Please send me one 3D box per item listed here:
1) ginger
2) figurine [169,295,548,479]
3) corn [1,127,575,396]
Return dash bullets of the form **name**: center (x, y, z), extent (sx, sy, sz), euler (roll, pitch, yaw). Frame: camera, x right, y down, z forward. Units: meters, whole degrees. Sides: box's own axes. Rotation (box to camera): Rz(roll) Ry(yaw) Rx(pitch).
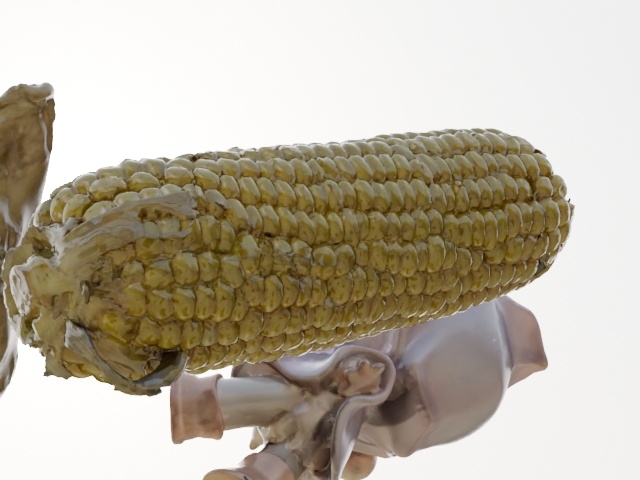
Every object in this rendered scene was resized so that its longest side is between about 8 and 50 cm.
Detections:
- **ginger**: center (-0.238, 0.008, 1.093), extent (0.123, 0.219, 0.270), euler (4, -43, -20)
- **figurine**: center (0.026, 0.096, 1.174), extent (0.133, 0.276, 0.200), euler (31, -48, 40)
- **corn**: center (0.000, 0.000, 0.795), extent (0.293, 0.106, 0.106), euler (-12, -25, -33)
